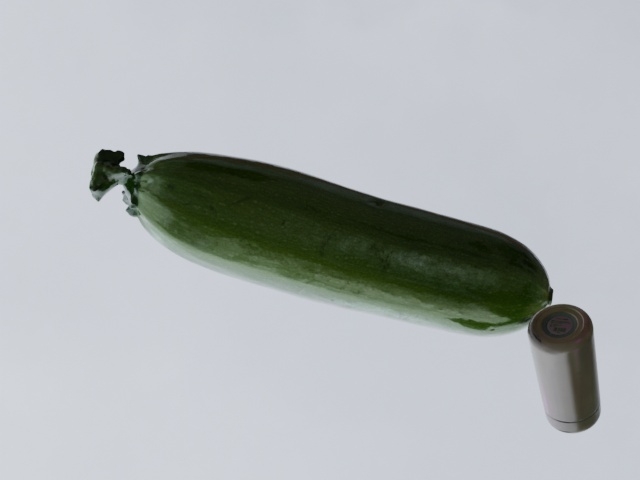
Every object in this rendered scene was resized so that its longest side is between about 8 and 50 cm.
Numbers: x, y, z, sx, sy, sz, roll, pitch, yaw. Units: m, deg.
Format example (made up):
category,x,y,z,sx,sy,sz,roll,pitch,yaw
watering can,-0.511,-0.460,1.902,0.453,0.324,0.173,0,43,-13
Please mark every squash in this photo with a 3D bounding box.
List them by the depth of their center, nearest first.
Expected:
category,x,y,z,sx,sy,sz,roll,pitch,yaw
squash,0.000,0.000,1.427,0.379,0.101,0.101,15,-140,-3

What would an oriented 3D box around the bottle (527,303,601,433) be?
category,x,y,z,sx,sy,sz,roll,pitch,yaw
bottle,0.171,0.091,1.253,0.045,0.045,0.096,-90,-10,-47
